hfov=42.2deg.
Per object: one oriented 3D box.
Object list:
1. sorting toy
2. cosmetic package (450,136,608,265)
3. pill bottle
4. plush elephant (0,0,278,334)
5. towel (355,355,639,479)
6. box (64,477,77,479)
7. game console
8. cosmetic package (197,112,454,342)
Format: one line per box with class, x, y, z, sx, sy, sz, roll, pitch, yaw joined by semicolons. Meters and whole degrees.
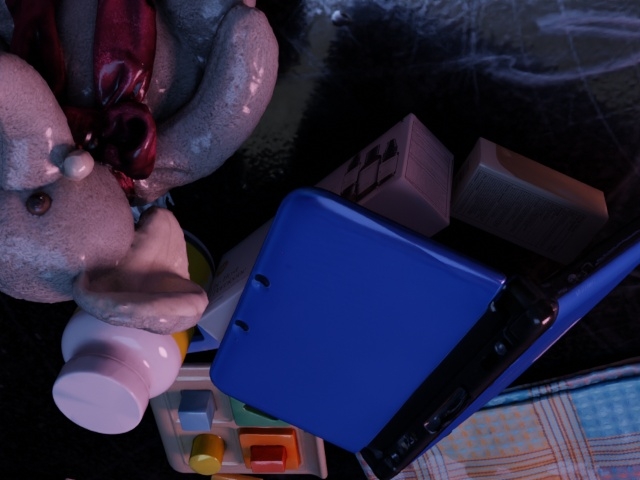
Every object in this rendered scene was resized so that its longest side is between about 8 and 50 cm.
sorting toy;-0.096;0.209;0.909;0.196;0.047;0.347;1;128;10
cosmetic package;0.166;-0.031;0.672;0.115;0.041;0.060;24;129;-8
pill bottle;-0.163;0.074;0.727;0.103;0.184;0.103;6;129;7
plush elephant;-0.174;-0.075;0.565;0.272;0.255;0.330;7;129;5
towel;0.238;0.263;0.856;0.370;0.040;0.271;-17;108;23
box;-0.305;0.448;1.039;0.167;0.203;0.168;28;128;-12
game console;0.080;0.057;0.675;0.173;0.250;0.293;50;143;17
cosmetic package;0.000;0.000;0.694;0.239;0.099;0.060;-35;112;31
